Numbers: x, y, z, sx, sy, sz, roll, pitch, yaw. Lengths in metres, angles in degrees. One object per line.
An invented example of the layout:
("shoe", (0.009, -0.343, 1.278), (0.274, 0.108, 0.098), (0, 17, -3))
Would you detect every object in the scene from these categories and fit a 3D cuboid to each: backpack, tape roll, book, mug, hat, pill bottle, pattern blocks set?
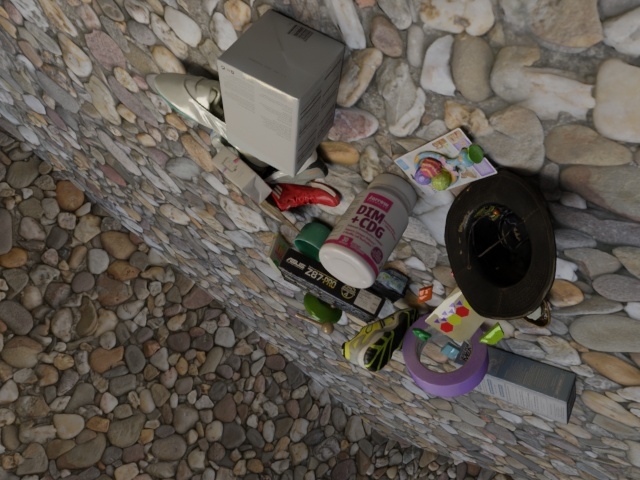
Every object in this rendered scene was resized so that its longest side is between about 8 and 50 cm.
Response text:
("backpack", (0.237, 0.148, 1.658), (0.114, 0.084, 0.105), (31, 154, -3))
("tape roll", (0.418, 0.376, 1.613), (0.274, 0.275, 0.090), (16, 149, 34))
("book", (-0.169, 0.050, 1.902), (0.035, 0.144, 0.096), (-12, 130, 25))
("mug", (-0.003, 0.003, 1.676), (0.157, 0.097, 0.130), (24, 156, 18))
("hat", (0.429, 0.014, 1.083), (0.133, 0.332, 0.331), (3, 168, -28))
("pill bottle", (0.131, -0.031, 1.254), (0.160, 0.283, 0.160), (27, 153, 15))
("pattern blocks set", (0.425, 0.219, 1.454), (0.285, 0.026, 0.325), (39, 123, -7))

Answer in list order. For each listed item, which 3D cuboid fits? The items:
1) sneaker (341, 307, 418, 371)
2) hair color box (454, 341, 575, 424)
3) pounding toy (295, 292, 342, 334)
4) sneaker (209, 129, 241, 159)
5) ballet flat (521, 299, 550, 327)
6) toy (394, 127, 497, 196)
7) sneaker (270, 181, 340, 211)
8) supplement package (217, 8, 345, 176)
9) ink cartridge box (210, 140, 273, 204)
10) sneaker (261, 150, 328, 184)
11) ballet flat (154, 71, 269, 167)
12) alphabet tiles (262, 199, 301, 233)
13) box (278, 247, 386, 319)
("sneaker", (0.223, 0.323, 1.700), (0.147, 0.384, 0.145), (8, 106, 39))
("hair color box", (0.677, 0.488, 1.685), (0.374, 0.114, 0.185), (13, 146, 36))
("pounding toy", (0.023, 0.262, 2.008), (0.182, 0.237, 0.110), (33, 123, 1))
("sneaker", (-0.301, -0.305, 1.556), (0.085, 0.086, 0.237), (4, 164, -1))
("ballet flat", (0.492, 0.117, 1.246), (0.342, 0.116, 0.124), (45, -168, -21))
("toy", (0.276, -0.162, 1.125), (0.137, 0.056, 0.237), (43, 153, -14))
("sneaker", (-0.057, -0.121, 1.499), (0.221, 0.128, 0.087), (21, 151, 27))
("supplement package", (-0.089, -0.330, 1.107), (0.199, 0.198, 0.263), (29, 153, 10))
("ink cartridge box", (-0.244, -0.202, 1.426), (0.198, 0.067, 0.115), (42, 179, 28))
("sneaker", (-0.084, -0.202, 1.435), (0.108, 0.100, 0.271), (41, 155, -29))
("ballet flat", (-0.275, -0.370, 1.369), (0.400, 0.139, 0.139), (37, 154, -14))
("alphabet tiles", (-0.212, -0.141, 1.630), (0.342, 0.011, 0.285), (37, 176, 31))
("box", (0.039, 0.184, 1.826), (0.394, 0.097, 0.318), (27, 167, 7))
